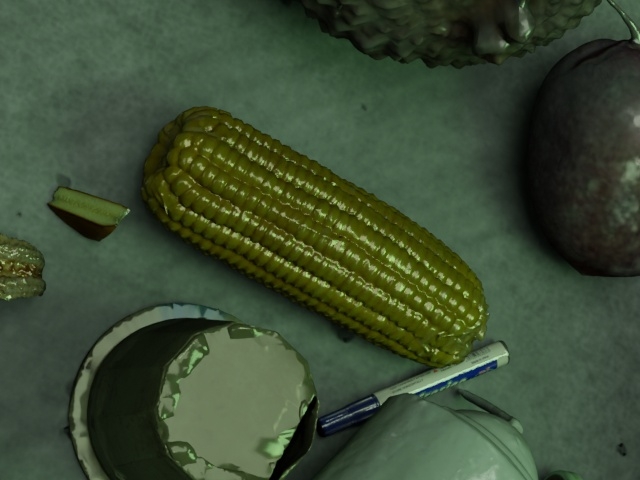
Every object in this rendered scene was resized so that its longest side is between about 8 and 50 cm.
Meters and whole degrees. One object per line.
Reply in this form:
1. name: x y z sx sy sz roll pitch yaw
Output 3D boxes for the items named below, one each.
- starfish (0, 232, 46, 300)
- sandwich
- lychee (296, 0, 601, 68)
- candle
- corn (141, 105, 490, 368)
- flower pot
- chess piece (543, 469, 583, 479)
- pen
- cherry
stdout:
1. starfish: -0.396 0.017 1.682 0.303 0.113 0.312 -27 82 -22
2. sandwich: -0.204 -0.020 1.783 0.031 0.083 0.044 -55 144 -22
3. lychee: 0.122 -0.349 1.759 0.380 0.380 0.432 -2 65 -18
4. candle: 0.076 0.269 1.740 0.342 0.221 0.221 -44 97 -18
5. corn: 0.000 0.000 1.801 0.344 0.131 0.131 29 75 -14
6. flower pot: -0.094 0.155 1.714 0.212 0.202 0.212 2 85 -20
7. chess piece: 0.261 0.263 1.887 0.103 0.067 0.067 19 77 -24
8. pen: 0.088 0.141 1.863 0.204 0.025 0.025 -21 90 -19
9. cherry: 0.302 -0.088 1.882 0.213 0.183 0.266 18 101 6
